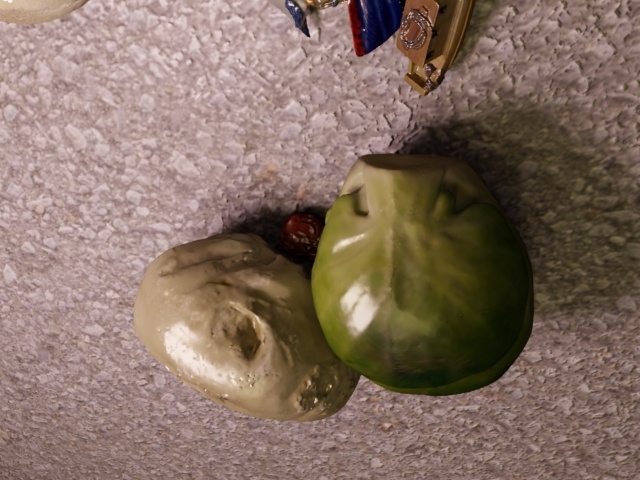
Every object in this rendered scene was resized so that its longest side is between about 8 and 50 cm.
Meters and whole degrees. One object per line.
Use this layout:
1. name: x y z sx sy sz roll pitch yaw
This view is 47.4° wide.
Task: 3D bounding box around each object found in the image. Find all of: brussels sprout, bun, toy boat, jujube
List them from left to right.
1. bun: -0.097 0.124 1.125 0.362 0.326 0.234 28 90 0
2. toy boat: -0.032 -0.345 0.851 0.318 0.072 0.219 26 136 10
3. jujube: 0.000 0.000 1.123 0.129 0.077 0.077 15 134 -9
4. brussels sprout: 0.134 0.044 0.976 0.289 0.281 0.355 -2 118 18
5. toy boat: 0.129 -0.245 0.834 0.057 0.077 0.200 46 156 21

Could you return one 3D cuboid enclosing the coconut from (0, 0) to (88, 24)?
1. coconut: -0.343 -0.378 0.826 0.224 0.224 0.234 10 133 11
